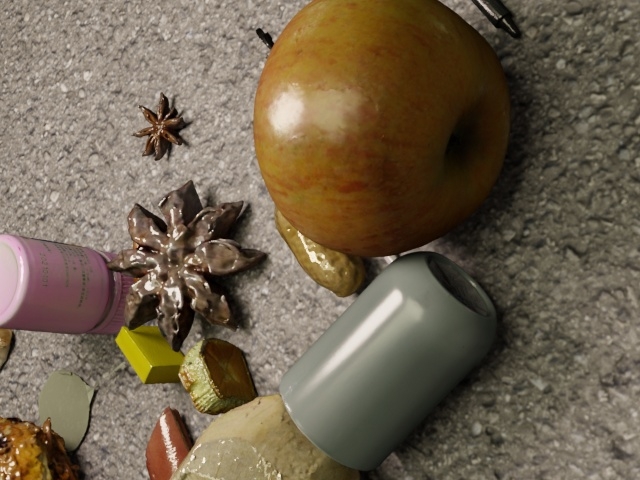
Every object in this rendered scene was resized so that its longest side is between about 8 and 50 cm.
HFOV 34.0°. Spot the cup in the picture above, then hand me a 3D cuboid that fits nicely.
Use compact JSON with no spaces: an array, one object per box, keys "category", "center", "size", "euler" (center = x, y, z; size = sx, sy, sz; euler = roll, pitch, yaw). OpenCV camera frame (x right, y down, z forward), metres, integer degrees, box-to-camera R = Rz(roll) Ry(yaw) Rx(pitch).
[{"category":"cup","center":[0.110,0.176,1.585],"size":[0.312,0.205,0.205],"euler":[-48,57,21]}]

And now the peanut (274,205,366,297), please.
[{"category":"peanut","center":[0.000,0.000,1.769],"size":[0.108,0.095,0.226],"euler":[-44,60,21]}]

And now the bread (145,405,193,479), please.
[{"category":"bread","center":[-0.275,0.419,1.937],"size":[0.119,0.067,0.192],"euler":[-42,59,25]}]

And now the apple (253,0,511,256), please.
[{"category":"apple","center":[0.100,-0.178,1.539],"size":[0.334,0.400,0.400],"euler":[3,85,27]}]

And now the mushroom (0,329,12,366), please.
[{"category":"mushroom","center":[-0.745,0.281,2.345],"size":[0.059,0.054,0.202],"euler":[45,116,38]}]

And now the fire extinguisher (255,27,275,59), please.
[{"category":"fire extinguisher","center":[-0.036,-0.299,1.845],"size":[0.071,0.099,0.231],"euler":[-43,58,-1]}]

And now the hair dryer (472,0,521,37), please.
[{"category":"hair dryer","center":[0.227,-0.401,1.680],"size":[0.128,0.070,0.255],"euler":[-45,63,25]}]

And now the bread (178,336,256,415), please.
[{"category":"bread","center":[-0.187,0.240,1.857],"size":[0.069,0.128,0.140],"euler":[-36,65,24]}]

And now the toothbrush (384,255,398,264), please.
[{"category":"toothbrush","center":[0.057,-0.057,1.779],"size":[0.020,0.025,0.286],"euler":[-48,58,23]}]

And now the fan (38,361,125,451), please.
[{"category":"fan","center":[-0.489,0.321,2.157],"size":[0.310,0.010,0.182],"euler":[-36,63,32]}]

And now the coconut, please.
[{"category":"coconut","center":[-0.080,0.396,1.663],"size":[0.297,0.254,0.297],"euler":[10,116,21]}]

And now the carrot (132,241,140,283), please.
[{"category":"carrot","center":[-0.349,0.058,2.072],"size":[0.047,0.047,0.191],"euler":[-22,66,34]}]

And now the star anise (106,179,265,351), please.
[{"category":"star anise","center":[-0.261,0.041,1.936],"size":[0.332,0.117,0.331],"euler":[-5,73,18]}]

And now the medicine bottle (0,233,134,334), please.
[{"category":"medicine bottle","center":[-0.511,0.091,2.032],"size":[0.178,0.291,0.178],"euler":[-7,79,37]}]

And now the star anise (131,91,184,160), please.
[{"category":"star anise","center":[-0.319,-0.221,2.090],"size":[0.141,0.042,0.141],"euler":[-5,81,35]}]

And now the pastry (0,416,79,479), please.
[{"category":"pastry","center":[-0.633,0.519,2.068],"size":[0.405,0.292,0.337],"euler":[-19,60,45]}]

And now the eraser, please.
[{"category":"eraser","center":[-0.318,0.215,1.984],"size":[0.122,0.097,0.045],"euler":[45,117,34]}]
